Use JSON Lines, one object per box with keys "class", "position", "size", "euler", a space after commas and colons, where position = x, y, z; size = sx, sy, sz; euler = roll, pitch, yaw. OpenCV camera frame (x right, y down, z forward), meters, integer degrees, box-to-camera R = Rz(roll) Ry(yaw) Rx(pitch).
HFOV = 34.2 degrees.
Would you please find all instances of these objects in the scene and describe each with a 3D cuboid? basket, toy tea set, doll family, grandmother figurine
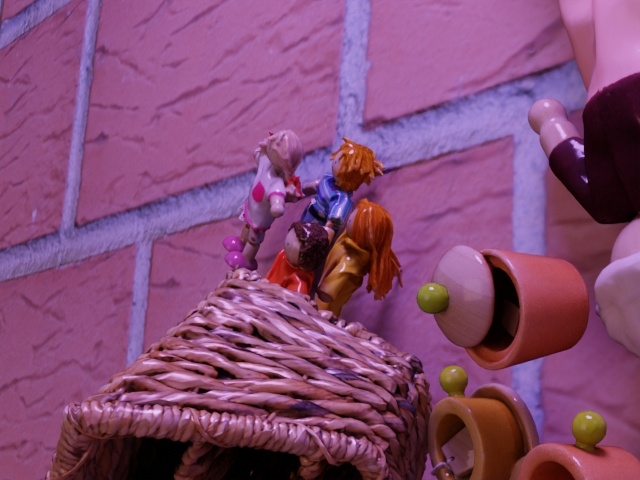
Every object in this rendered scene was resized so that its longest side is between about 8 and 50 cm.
{"class": "basket", "position": [-0.061, 0.212, 0.735], "size": [0.213, 0.223, 0.299], "euler": [29, 121, 11]}
{"class": "toy tea set", "position": [0.105, 0.171, 0.630], "size": [0.200, 0.124, 0.336], "euler": [133, 129, -56]}
{"class": "doll family", "position": [0.000, 0.000, 0.900], "size": [0.263, 0.118, 0.163], "euler": [-105, 37, -57]}
{"class": "grandmother figurine", "position": [0.210, -0.091, 0.665], "size": [0.208, 0.104, 0.342], "euler": [131, 139, -70]}
